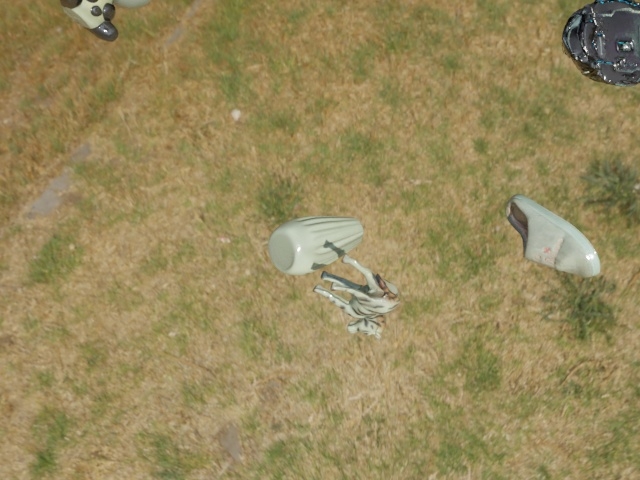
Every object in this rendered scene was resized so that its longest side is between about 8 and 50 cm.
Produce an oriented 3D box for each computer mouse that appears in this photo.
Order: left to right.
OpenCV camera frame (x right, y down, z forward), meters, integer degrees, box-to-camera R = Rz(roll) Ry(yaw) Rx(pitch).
[{"bbox_3d":[0.464,-0.307,1.056,0.241,0.077,0.147,-3,91,-22],"label":"computer mouse"}]

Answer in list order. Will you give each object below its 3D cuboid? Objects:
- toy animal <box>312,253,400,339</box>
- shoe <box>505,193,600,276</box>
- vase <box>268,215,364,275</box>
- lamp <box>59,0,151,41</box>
[{"bbox_3d":[0.070,0.115,1.375,0.169,0.255,0.090,22,70,5],"label":"toy animal"},{"bbox_3d":[0.475,0.001,1.436,0.100,0.103,0.251,-36,55,-10],"label":"shoe"},{"bbox_3d":[0.000,0.000,1.550,0.248,0.128,0.128,-16,54,-43],"label":"vase"},{"bbox_3d":[-0.437,-0.557,1.409,0.197,0.198,0.244,26,77,18],"label":"lamp"}]
